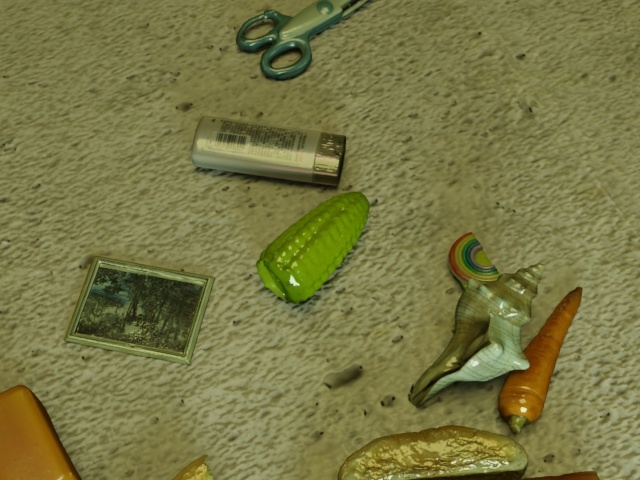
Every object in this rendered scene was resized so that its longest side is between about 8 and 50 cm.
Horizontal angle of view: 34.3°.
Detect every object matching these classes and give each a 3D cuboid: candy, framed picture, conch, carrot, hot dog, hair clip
[{"bbox_3d":[0.000,0.000,1.482,0.097,0.097,0.209,35,58,19],"label":"candy"},{"bbox_3d":[-0.255,0.095,1.466,0.183,0.011,0.142,10,60,5],"label":"framed picture"},{"bbox_3d":[0.228,0.131,1.371,0.114,0.137,0.234,26,79,-16],"label":"conch"},{"bbox_3d":[0.303,0.152,1.412,0.061,0.061,0.257,23,58,13],"label":"carrot"},{"bbox_3d":[0.140,0.279,1.317,0.242,0.084,0.073,-7,60,-3],"label":"hot dog"},{"bbox_3d":[0.231,0.069,1.473,0.060,0.033,0.188,-20,61,-9],"label":"hair clip"}]

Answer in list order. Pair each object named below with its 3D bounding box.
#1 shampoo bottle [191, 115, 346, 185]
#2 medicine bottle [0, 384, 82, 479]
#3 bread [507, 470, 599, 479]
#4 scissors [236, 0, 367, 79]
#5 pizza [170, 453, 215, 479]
[{"bbox_3d":[-0.078,-0.137,1.580,0.227,0.056,0.086,8,57,4],"label":"shampoo bottle"},{"bbox_3d":[-0.348,0.305,1.258,0.112,0.149,0.222,-28,63,-14],"label":"medicine bottle"},{"bbox_3d":[0.172,0.373,1.264,0.361,0.077,0.138,-5,60,-3],"label":"bread"},{"bbox_3d":[-0.001,-0.375,1.732,0.289,0.041,0.138,-35,67,-15],"label":"scissors"},{"bbox_3d":[-0.114,0.414,1.239,0.287,0.075,0.280,17,61,10],"label":"pizza"}]
